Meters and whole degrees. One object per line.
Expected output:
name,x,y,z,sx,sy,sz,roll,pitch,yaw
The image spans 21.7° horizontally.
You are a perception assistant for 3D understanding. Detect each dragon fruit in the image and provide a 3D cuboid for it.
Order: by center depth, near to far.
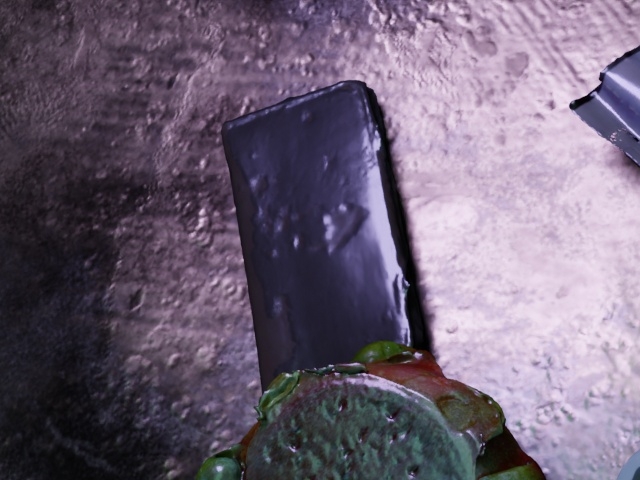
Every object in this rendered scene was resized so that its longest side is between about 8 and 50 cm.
dragon fruit,0.046,0.216,1.374,0.295,0.130,0.268,11,84,25

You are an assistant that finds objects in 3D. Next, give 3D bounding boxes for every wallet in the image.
wallet,0.000,0.000,1.552,0.165,0.042,0.309,-19,62,16

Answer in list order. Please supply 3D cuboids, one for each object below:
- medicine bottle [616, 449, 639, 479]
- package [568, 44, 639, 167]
medicine bottle,0.283,0.232,1.306,0.121,0.083,0.229,17,75,31
package,0.370,-0.124,1.443,0.251,0.062,0.204,-36,58,-10
